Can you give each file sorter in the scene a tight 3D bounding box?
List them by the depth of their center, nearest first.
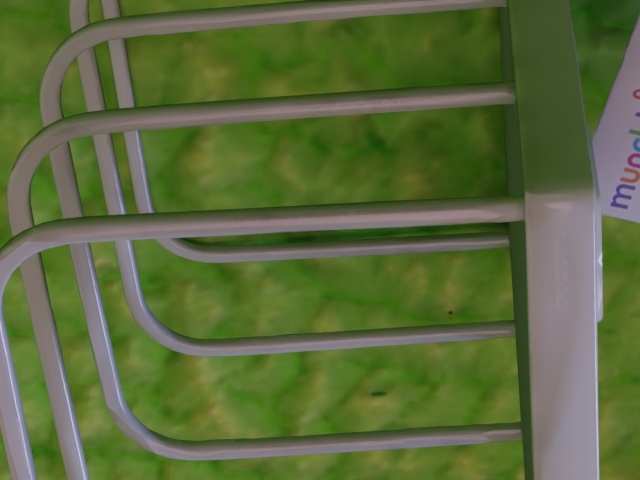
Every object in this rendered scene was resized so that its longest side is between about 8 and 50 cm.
[{"bbox_3d":[0.000,0.000,0.670,0.173,0.277,0.192,-4,122,5],"label":"file sorter"}]

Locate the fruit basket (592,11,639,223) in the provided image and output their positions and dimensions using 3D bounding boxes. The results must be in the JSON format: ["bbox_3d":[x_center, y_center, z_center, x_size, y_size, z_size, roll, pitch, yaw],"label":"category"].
[{"bbox_3d":[0.281,-0.129,0.625,0.327,0.165,0.353,10,115,-6],"label":"fruit basket"}]
